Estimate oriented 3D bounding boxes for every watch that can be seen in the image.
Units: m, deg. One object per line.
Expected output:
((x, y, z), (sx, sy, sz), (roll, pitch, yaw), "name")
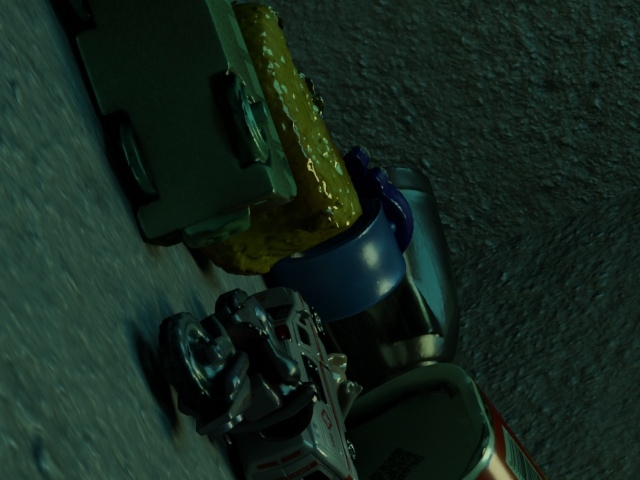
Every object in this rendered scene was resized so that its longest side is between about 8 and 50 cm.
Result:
((0.009, 0.004, 1.920), (0.171, 0.196, 0.200), (57, 40, -21), "watch")

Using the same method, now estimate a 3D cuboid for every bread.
((-0.070, -0.078, 1.402), (0.147, 0.160, 0.260), (-90, 159, -68), "bread")

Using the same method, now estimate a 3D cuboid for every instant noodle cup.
((0.125, 0.297, 1.418), (0.308, 0.294, 0.294), (59, 8, -25), "instant noodle cup")

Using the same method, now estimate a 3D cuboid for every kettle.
((0.080, 0.104, 2.284), (0.321, 0.228, 0.324), (125, -45, -57), "kettle")

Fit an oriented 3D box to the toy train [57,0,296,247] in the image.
((-0.122, -0.151, 1.257), (0.159, 0.129, 0.326), (26, 43, -81), "toy train")

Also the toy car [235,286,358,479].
((-0.038, 0.118, 1.268), (0.108, 0.089, 0.209), (54, 17, -53), "toy car")

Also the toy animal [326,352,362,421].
((-0.018, 0.156, 1.357), (0.089, 0.083, 0.150), (125, -24, -49), "toy animal")

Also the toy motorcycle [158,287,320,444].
((-0.063, 0.100, 1.113), (0.122, 0.082, 0.213), (58, 12, 3), "toy motorcycle")
